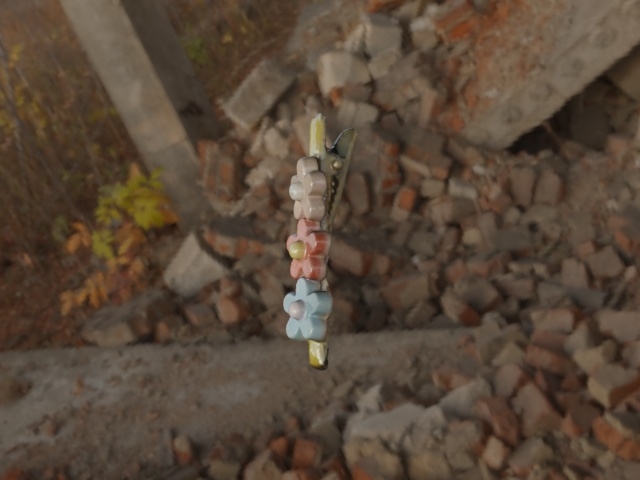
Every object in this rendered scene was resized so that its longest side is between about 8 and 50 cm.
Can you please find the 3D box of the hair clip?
[{"bbox_3d":[-0.006,-0.001,0.860,0.056,0.213,0.062,12,-10,-27],"label":"hair clip"}]
